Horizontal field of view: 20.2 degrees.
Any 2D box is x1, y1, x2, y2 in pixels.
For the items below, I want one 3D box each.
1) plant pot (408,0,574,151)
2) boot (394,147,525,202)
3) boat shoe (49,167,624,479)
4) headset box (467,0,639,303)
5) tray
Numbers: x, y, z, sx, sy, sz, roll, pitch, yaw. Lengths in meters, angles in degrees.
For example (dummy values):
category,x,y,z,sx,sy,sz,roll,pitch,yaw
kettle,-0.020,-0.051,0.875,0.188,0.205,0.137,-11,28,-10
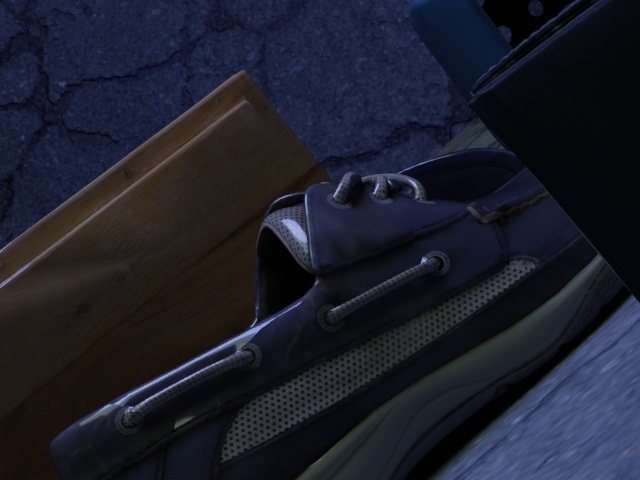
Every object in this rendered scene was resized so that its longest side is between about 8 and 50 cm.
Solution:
category,x,y,z,sx,sy,sz,roll,pitch,yaw
plant pot,0.164,-0.146,1.207,0.165,0.166,0.234,-40,10,-10
boot,0.091,0.000,1.296,0.264,0.096,0.280,-47,-9,28
boat shoe,0.028,0.027,0.819,0.355,0.130,0.132,-41,3,-27
headset box,0.191,-0.082,0.366,0.283,0.131,0.246,-41,2,-18
tray,-0.125,0.097,0.967,0.411,0.203,0.076,-41,4,-34
